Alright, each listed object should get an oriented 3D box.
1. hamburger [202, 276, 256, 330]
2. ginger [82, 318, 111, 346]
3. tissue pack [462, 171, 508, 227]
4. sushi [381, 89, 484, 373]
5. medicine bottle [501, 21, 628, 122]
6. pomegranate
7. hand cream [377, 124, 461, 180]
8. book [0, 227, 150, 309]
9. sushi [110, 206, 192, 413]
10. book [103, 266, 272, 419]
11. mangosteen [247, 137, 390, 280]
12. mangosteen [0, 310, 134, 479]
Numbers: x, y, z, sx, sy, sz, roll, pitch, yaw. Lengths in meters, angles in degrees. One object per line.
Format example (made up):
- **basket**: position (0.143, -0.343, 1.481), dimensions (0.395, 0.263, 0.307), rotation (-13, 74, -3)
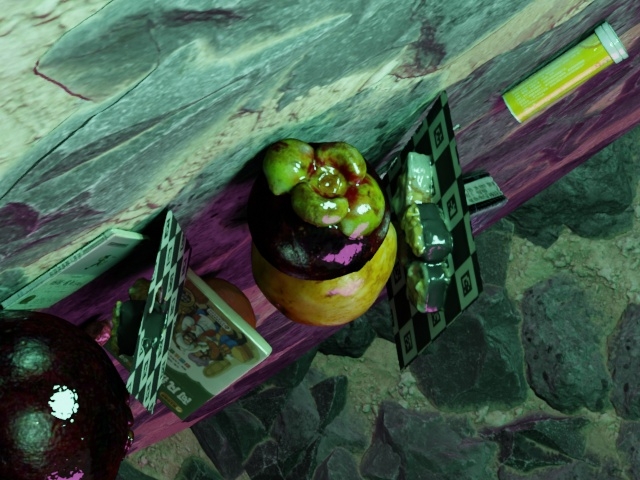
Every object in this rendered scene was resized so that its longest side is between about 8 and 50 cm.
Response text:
- **hamburger**: position (-0.193, 0.146, 1.990), dimensions (0.162, 0.162, 0.115), rotation (-22, 172, -46)
- **ginger**: position (-0.392, 0.189, 1.826), dimensions (0.096, 0.067, 0.165), rotation (-50, 175, -40)
- **tissue pack**: position (0.261, -0.039, 2.594), dimensions (0.259, 0.122, 0.361), rotation (-35, 172, 29)
- **sushi**: position (0.134, -0.005, 1.790), dimensions (0.064, 0.343, 0.359), rotation (0, 155, -17)
- **medicine bottle**: position (0.425, -0.289, 1.957), dimensions (0.218, 0.074, 0.074), rotation (-34, 170, 19)
- **pomegranate**: position (0.004, 0.014, 1.735), dimensions (0.248, 0.248, 0.248), rotation (-31, 170, -6)
- **hand cream**: position (0.148, -0.126, 1.993), dimensions (0.084, 0.050, 0.257), rotation (-28, 168, -41)
- **book**: position (-0.317, 0.040, 1.467), dimensions (0.182, 0.014, 0.127), rotation (-33, 170, 9)
- **sushi**: position (-0.244, 0.100, 1.566), dimensions (0.050, 0.263, 0.290), rotation (11, 167, 2)
- **book**: position (-0.231, 0.180, 1.909), dimensions (0.264, 0.202, 0.027), rotation (-39, -169, 37)
- **mangosteen**: position (0.001, -0.043, 1.512), dimensions (0.210, 0.209, 0.210), rotation (-31, 170, -6)
- **mangosteen**: position (-0.415, 0.234, 1.420), dimensions (0.347, 0.306, 0.307), rotation (5, 154, -23)
